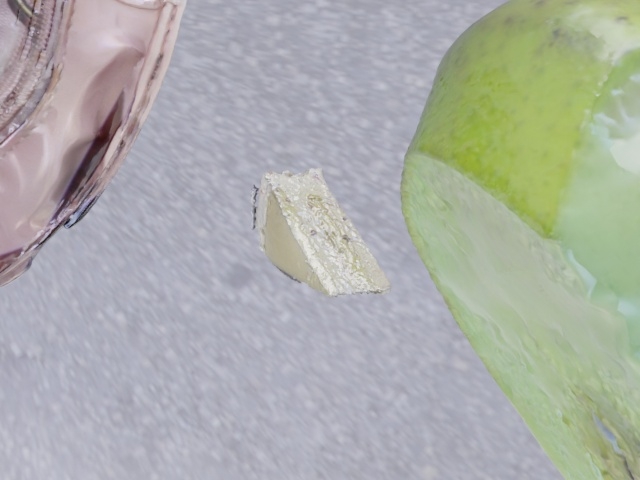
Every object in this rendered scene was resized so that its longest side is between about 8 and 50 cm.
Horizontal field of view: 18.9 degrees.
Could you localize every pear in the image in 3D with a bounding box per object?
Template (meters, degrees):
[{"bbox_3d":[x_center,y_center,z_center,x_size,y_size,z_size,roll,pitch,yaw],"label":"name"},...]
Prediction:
[{"bbox_3d":[0.168,0.001,0.966,0.176,0.286,0.282,-38,85,-13],"label":"pear"}]

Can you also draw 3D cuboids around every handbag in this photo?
[{"bbox_3d":[-0.140,-0.074,0.681,0.116,0.205,0.179,21,60,-31],"label":"handbag"}]

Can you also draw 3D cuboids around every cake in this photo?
[{"bbox_3d":[0.000,0.000,1.243,0.052,0.121,0.065,-8,114,-24],"label":"cake"}]
